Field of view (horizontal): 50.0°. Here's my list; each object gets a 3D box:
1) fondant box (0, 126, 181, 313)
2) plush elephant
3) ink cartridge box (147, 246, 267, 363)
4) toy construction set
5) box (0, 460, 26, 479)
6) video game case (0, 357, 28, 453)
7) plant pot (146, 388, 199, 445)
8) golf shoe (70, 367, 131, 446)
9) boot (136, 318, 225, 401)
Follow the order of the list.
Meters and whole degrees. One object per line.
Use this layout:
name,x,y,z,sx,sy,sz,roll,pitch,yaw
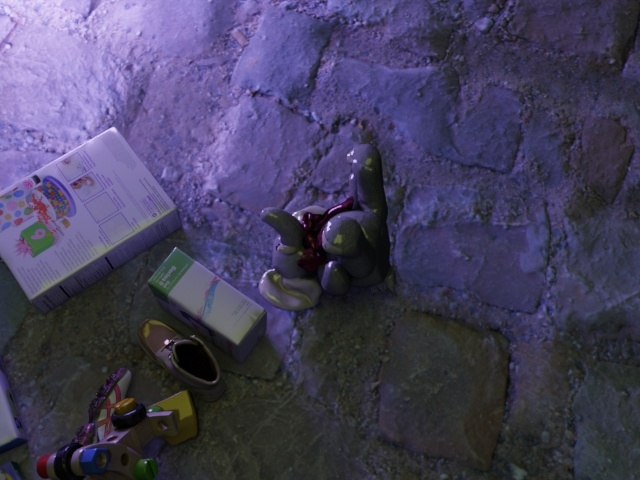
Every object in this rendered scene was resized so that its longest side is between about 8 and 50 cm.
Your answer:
fondant box,-0.489,-0.046,1.399,0.330,0.096,0.238,-34,74,-17
plush elephant,0.000,0.000,1.345,0.255,0.330,0.272,0,52,20
ink cartridge box,-0.212,0.128,1.315,0.212,0.154,0.093,32,69,8
toy construction set,-0.341,0.413,1.146,0.309,0.237,0.257,-38,97,24
box,-0.600,0.482,1.203,0.179,0.043,0.105,-33,73,-14
video game case,-0.711,0.311,1.254,0.269,0.061,0.244,-23,70,-13
plant pot,-0.264,0.333,1.271,0.081,0.081,0.083,-24,78,-13
golf shoe,-0.391,0.330,1.276,0.086,0.067,0.186,32,64,-22
boot,-0.263,0.206,1.273,0.213,0.165,0.077,40,70,10
